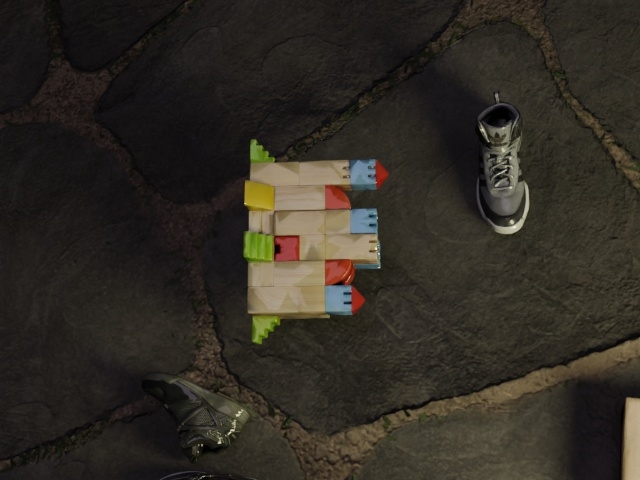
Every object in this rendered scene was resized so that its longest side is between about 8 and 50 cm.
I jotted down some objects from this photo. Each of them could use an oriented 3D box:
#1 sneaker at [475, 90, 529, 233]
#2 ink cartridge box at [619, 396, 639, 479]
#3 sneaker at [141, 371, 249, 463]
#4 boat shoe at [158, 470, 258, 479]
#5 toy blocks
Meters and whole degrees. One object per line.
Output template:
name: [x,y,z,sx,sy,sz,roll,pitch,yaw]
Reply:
sneaker: [0.344,-0.155,1.827,0.101,0.153,0.268,-5,64,13]
ink cartridge box: [0.613,0.366,1.548,0.235,0.088,0.193,2,67,16]
sneaker: [-0.260,0.334,1.787,0.228,0.087,0.130,23,66,17]
boat shoe: [-0.208,0.458,1.721,0.229,0.076,0.080,2,66,15]
toy blocks: [0.000,0.000,1.787,0.261,0.191,0.381,-1,77,6]
